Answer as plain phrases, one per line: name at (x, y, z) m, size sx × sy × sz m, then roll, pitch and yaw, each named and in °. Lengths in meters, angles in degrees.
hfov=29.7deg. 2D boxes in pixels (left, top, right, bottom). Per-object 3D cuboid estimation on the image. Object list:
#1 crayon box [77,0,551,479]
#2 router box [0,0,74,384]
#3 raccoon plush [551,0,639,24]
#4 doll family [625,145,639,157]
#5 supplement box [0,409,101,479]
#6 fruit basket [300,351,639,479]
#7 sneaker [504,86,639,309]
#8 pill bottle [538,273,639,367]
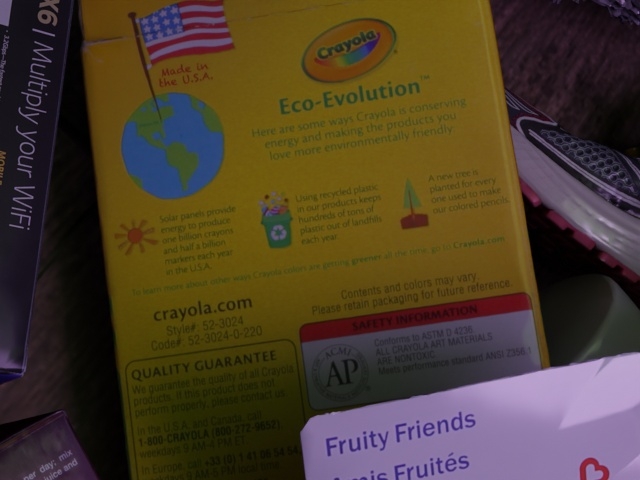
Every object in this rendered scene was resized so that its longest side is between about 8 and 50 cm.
crayon box at (0.000, 0.000, 0.592) m, size 0.202 × 0.081 × 0.318 m, roll -8°, pitch 82°, yaw 4°
router box at (-0.238, -0.102, 0.530) m, size 0.243 × 0.081 × 0.308 m, roll 13°, pitch 73°, yaw -27°
raccoon plush at (0.178, -0.171, 0.780) m, size 0.446 × 0.299 × 0.216 m, roll 56°, pitch 35°, yaw -46°
doll family at (0.250, -0.009, 0.804) m, size 0.111 × 0.076 × 0.193 m, roll -43°, pitch 105°, yaw -35°
supplement box at (-0.117, 0.176, 0.525) m, size 0.081 × 0.104 × 0.188 m, roll -30°, pitch 95°, yaw -32°
fruit basket at (0.170, 0.212, 0.489) m, size 0.327 × 0.165 × 0.353 m, roll -8°, pitch 106°, yaw -12°
sneaker at (0.208, -0.011, 0.711) m, size 0.299 × 0.121 × 0.112 m, roll 30°, pitch 83°, yaw 1°
pill bottle at (0.205, 0.153, 0.693) m, size 0.272 × 0.152 × 0.152 m, roll 49°, pitch 60°, yaw -13°
